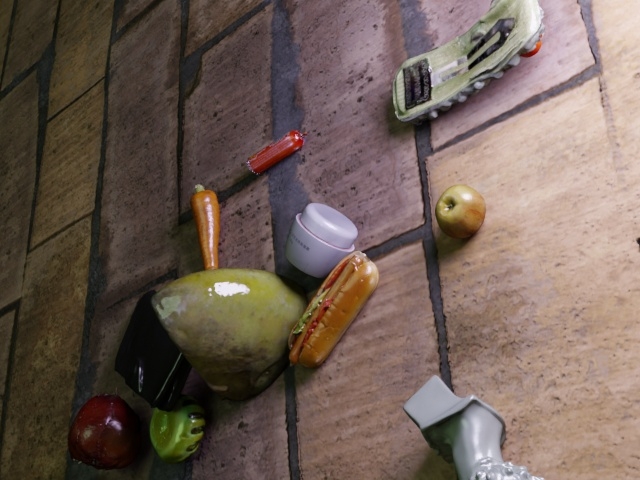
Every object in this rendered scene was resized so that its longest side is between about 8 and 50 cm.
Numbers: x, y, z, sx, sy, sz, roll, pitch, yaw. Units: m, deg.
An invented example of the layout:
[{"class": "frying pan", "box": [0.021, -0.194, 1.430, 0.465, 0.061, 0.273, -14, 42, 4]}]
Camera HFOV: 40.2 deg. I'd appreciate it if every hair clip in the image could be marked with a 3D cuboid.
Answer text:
[{"class": "hair clip", "box": [0.254, -0.296, 1.442, 0.321, 0.091, 0.138, -29, 60, 48]}]

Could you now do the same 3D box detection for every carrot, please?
[{"class": "carrot", "box": [-0.229, 0.000, 1.820, 0.061, 0.061, 0.256, -28, 64, 34]}]

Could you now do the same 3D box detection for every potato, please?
[{"class": "potato", "box": [-0.180, 0.165, 1.527, 0.269, 0.255, 0.112, -53, 41, 13]}]

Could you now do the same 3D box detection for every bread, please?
[{"class": "bread", "box": [-0.270, 0.356, 1.663, 0.139, 0.071, 0.129, 11, 81, 52]}]

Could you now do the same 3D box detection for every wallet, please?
[{"class": "wallet", "box": [-0.332, 0.215, 1.763, 0.378, 0.051, 0.197, 15, 80, 63]}]

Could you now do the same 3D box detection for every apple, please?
[{"class": "apple", "box": [0.216, -0.046, 1.364, 0.084, 0.071, 0.083, -23, 56, 39]}]

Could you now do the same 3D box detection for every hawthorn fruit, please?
[{"class": "hawthorn fruit", "box": [-0.429, 0.379, 1.768, 0.148, 0.148, 0.172, -23, 43, 37]}]

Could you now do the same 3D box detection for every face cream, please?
[{"class": "face cream", "box": [0.000, 0.000, 1.530, 0.104, 0.117, 0.117, -59, 41, 19]}]

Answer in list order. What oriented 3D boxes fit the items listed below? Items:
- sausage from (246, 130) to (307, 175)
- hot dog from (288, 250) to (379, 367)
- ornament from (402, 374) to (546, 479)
[{"class": "sausage", "box": [-0.083, -0.183, 1.757, 0.145, 0.050, 0.048, -28, 57, 32]}, {"class": "hot dog", "box": [0.014, 0.124, 1.494, 0.092, 0.062, 0.235, 41, 102, 43]}, {"class": "ornament", "box": [0.210, 0.292, 1.161, 0.120, 0.130, 0.285, -38, 46, 9]}]
